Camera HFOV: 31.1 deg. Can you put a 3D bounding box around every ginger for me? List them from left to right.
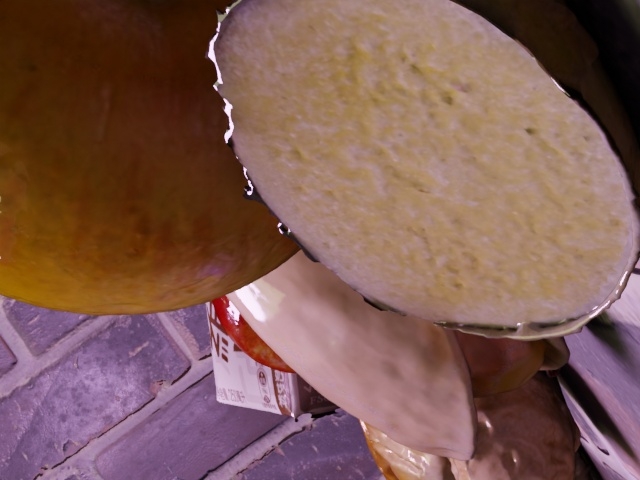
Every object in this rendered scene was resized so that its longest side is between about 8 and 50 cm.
[{"bbox_3d":[0.150,0.124,1.117,0.190,0.126,0.354,15,-149,-31],"label":"ginger"}]

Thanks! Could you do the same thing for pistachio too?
[{"bbox_3d":[0.034,0.001,0.755,0.299,0.187,0.187,47,180,-2],"label":"pistachio"}]

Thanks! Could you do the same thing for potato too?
[{"bbox_3d":[0.047,-0.047,0.438,0.164,0.081,0.200,3,140,31],"label":"potato"}]

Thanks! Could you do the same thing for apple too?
[{"bbox_3d":[-0.094,-0.104,0.558,0.286,0.286,0.233,55,159,7],"label":"apple"}]

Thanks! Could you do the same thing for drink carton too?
[{"bbox_3d":[-0.040,0.024,1.255,0.194,0.132,0.324,-6,91,59],"label":"drink carton"}]

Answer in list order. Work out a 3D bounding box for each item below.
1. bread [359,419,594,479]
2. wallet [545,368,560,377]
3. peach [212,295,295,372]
[{"bbox_3d":[0.191,0.249,1.402,0.183,0.236,0.388,25,146,56],"label":"bread"},{"bbox_3d":[0.155,0.036,1.067,0.196,0.020,0.103,54,-179,41],"label":"wallet"},{"bbox_3d":[0.000,0.000,0.999,0.199,0.243,0.243,37,169,37],"label":"peach"}]
